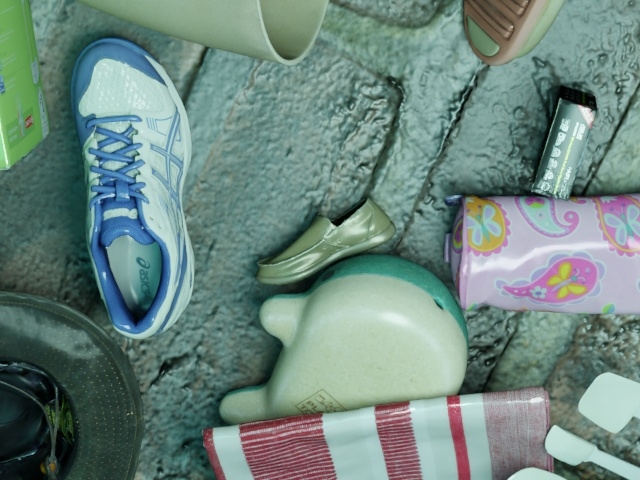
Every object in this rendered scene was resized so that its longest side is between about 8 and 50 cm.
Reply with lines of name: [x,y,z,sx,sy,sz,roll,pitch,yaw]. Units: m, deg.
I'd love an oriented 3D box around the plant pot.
plant pot: [-0.148,-0.298,1.753,0.274,0.256,0.256,6,103,15]

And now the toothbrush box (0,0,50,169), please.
toothbrush box: [-0.346,-0.213,1.780,0.122,0.206,0.283,-5,103,4]

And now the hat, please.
hat: [-0.348,0.183,1.905,0.331,0.134,0.331,-5,106,-16]

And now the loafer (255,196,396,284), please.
loafer: [0.000,0.000,1.895,0.148,0.056,0.050,-23,100,-3]

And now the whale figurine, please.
whale figurine: [0.025,0.117,1.895,0.216,0.141,0.272,41,125,-17]

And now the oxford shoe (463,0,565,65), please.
oxford shoe: [0.260,-0.331,1.771,0.147,0.140,0.397,5,123,-35]

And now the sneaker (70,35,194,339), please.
sneaker: [-0.179,-0.049,1.850,0.112,0.131,0.296,-10,101,6]

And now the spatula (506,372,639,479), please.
spatula: [0.290,0.218,1.875,0.242,0.019,0.168,26,104,-44]

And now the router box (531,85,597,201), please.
router box: [0.233,-0.094,1.829,0.038,0.122,0.092,18,103,4]

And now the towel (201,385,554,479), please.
towel: [0.065,0.233,1.880,0.329,0.037,0.237,-7,142,4]

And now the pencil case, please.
pencil case: [0.263,0.014,1.853,0.284,0.124,0.124,0,102,2]
